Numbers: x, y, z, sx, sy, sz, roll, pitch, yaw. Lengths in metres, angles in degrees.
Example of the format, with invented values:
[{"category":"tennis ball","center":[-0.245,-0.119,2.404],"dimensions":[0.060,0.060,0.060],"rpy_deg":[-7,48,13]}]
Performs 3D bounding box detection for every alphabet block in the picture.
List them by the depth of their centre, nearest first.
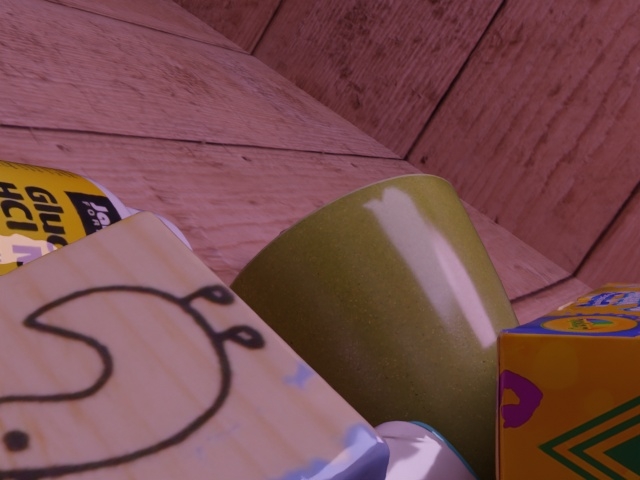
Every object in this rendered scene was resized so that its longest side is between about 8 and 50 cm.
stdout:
[{"category":"alphabet block","center":[-0.105,0.138,0.522],"dimensions":[0.192,0.193,0.197],"rpy_deg":[-28,53,-33]}]

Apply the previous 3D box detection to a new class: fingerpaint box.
[{"category":"fingerpaint box","center":[0.373,0.130,0.804],"dimensions":[0.371,0.163,0.445],"rpy_deg":[0,2,24]}]

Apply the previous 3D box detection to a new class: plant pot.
[{"category":"plant pot","center":[0.089,0.137,0.966],"dimensions":[0.275,0.275,0.293],"rpy_deg":[9,43,-55]}]

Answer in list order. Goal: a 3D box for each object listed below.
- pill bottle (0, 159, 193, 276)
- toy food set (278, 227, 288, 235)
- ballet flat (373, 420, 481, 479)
[{"category":"pill bottle","center":[-0.239,0.035,0.706],"dimensions":[0.188,0.188,0.334],"rpy_deg":[40,17,27]},{"category":"toy food set","center":[0.000,0.000,1.314],"dimensions":[0.128,0.071,0.218],"rpy_deg":[10,-7,-9]},{"category":"ballet flat","center":[0.152,0.305,0.753],"dimensions":[0.400,0.139,0.139],"rpy_deg":[43,18,15]}]
